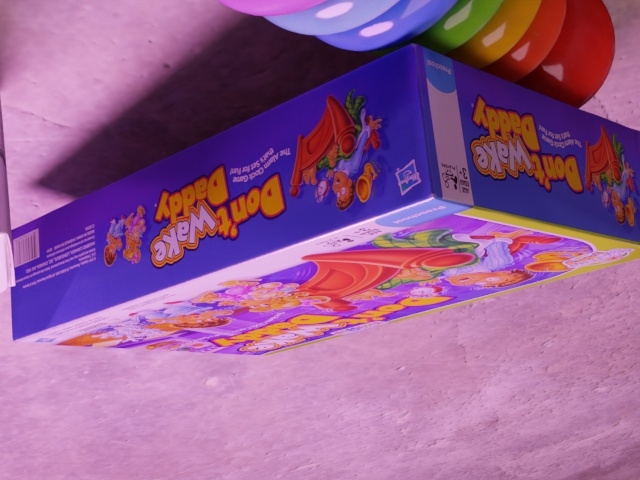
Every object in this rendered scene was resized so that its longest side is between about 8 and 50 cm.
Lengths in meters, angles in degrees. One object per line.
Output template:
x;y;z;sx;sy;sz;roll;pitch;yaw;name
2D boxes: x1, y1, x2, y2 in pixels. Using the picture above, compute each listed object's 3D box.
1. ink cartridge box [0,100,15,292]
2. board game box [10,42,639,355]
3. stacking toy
-0.218;-0.040;0.567;0.099;0.135;0.056;-5;148;-17;ink cartridge box
0.000;0.000;0.671;0.347;0.078;0.233;-19;161;41;board game box
0.057;-0.135;0.545;0.141;0.141;0.330;-33;149;28;stacking toy
